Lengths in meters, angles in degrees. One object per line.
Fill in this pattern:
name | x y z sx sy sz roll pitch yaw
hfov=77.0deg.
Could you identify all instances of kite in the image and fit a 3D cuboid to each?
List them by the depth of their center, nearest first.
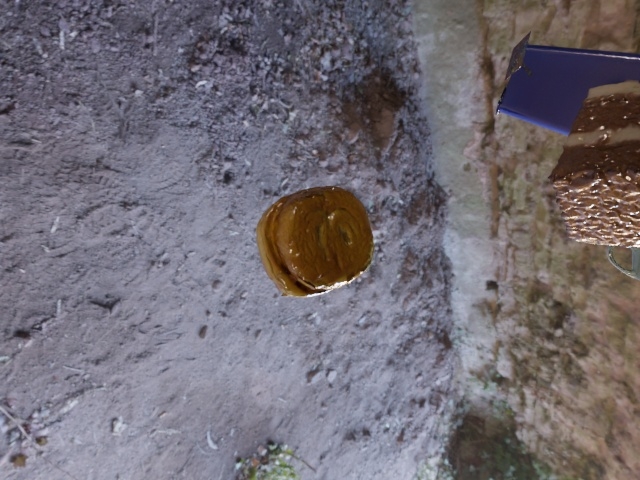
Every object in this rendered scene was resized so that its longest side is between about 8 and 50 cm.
kite | 0.190 -0.173 0.376 0.078 0.002 0.044 -75 -179 -71

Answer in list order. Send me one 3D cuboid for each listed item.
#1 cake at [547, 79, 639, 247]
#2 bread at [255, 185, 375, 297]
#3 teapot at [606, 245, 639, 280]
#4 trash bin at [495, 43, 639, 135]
cake | 0.348 -0.082 0.435 0.147 0.135 0.134 -56 128 -22
bread | -0.001 -0.003 0.763 0.236 0.120 0.198 -19 90 -28
teapot | 0.787 0.018 0.911 0.159 0.232 0.159 47 35 -49
trash bin | 0.430 -0.226 0.658 0.162 0.234 0.184 -20 131 -49
